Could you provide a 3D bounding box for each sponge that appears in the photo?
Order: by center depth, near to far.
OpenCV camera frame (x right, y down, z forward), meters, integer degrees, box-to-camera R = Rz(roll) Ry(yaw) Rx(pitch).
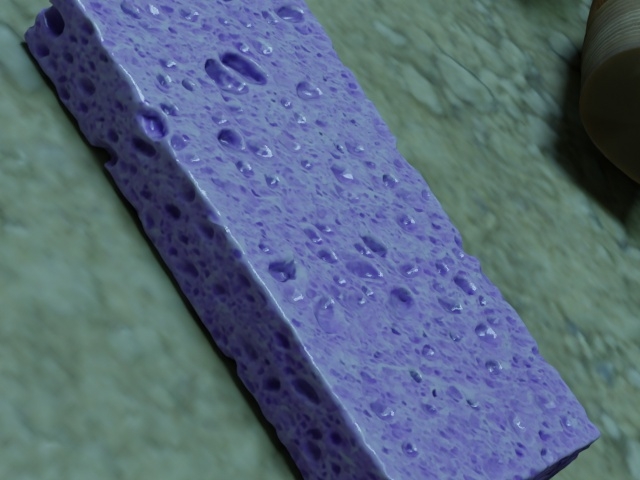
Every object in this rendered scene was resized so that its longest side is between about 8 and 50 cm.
[{"bbox_3d":[0.000,0.000,0.518,0.117,0.031,0.210,-13,64,-53],"label":"sponge"}]

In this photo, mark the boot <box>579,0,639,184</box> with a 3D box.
[{"bbox_3d":[0.244,-0.031,0.777,0.283,0.109,0.220,37,29,-1],"label":"boot"}]
